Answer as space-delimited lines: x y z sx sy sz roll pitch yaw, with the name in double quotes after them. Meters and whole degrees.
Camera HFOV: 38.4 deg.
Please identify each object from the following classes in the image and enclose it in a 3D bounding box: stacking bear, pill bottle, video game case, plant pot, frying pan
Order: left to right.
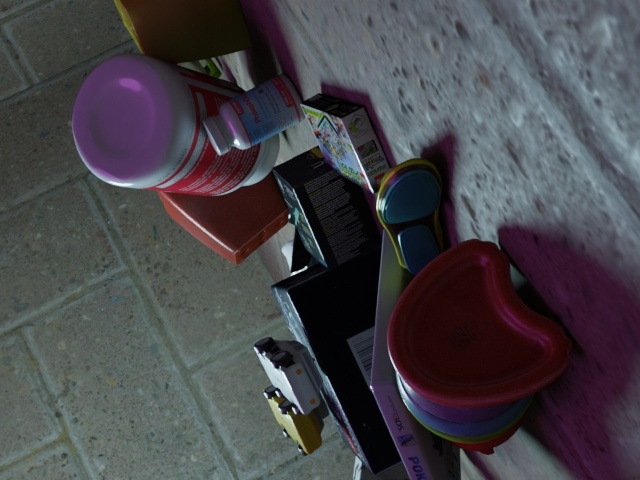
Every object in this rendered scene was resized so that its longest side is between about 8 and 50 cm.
-0.268 -0.439 1.649 0.212 0.187 0.212 56 170 34 "plant pot"
-0.245 -0.200 1.713 0.229 0.229 0.408 60 -158 14 "pill bottle"
-0.220 -0.094 2.316 0.235 0.267 0.267 49 170 7 "plant pot"
-0.113 -0.207 1.539 0.087 0.160 0.087 59 171 15 "pill bottle"
-0.031 -0.058 1.721 0.326 0.053 0.197 100 177 -64 "frying pan"
0.136 0.187 1.237 0.329 0.036 0.299 -79 -29 -55 "video game case"
0.172 0.156 1.039 0.175 0.164 0.289 57 175 30 "stacking bear"

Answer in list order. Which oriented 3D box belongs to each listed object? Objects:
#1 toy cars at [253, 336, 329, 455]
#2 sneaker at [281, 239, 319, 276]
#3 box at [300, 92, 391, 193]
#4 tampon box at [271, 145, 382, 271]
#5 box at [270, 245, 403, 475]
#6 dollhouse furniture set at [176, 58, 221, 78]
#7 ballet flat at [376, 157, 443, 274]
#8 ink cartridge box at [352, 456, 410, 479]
-0.035 0.256 1.568 0.176 0.087 0.393 55 165 25 "toy cars"
0.006 0.117 1.970 0.129 0.111 0.297 12 124 53 "sneaker"
0.035 -0.140 1.287 0.114 0.036 0.207 65 171 -19 "box"
0.010 -0.056 1.483 0.161 0.102 0.120 67 170 -27 "tampon box"
0.071 0.199 1.634 0.343 0.179 0.312 65 173 -1 "box"
-0.334 -0.373 2.060 0.197 0.151 0.301 55 -172 21 "dollhouse furniture set"
0.103 -0.043 1.086 0.231 0.077 0.077 71 -176 -57 "ballet flat"
0.111 0.455 1.699 0.135 0.099 0.056 -78 9 -46 "ink cartridge box"
